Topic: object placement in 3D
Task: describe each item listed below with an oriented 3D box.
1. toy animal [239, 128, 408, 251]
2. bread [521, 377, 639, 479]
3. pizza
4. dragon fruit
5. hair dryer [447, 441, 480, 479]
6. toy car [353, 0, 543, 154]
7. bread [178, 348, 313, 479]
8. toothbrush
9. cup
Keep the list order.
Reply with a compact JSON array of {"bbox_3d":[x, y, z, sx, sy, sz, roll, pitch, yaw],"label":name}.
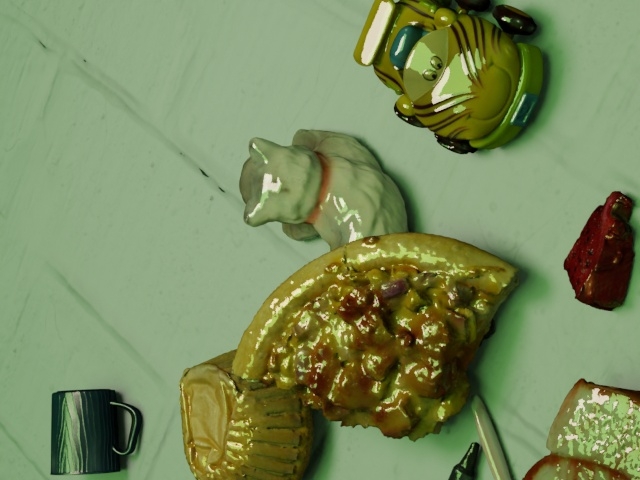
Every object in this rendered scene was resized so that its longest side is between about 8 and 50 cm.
[{"bbox_3d":[0.000,0.000,1.760,0.266,0.188,0.308,12,92,33],"label":"toy animal"},{"bbox_3d":[0.354,0.339,1.451,0.295,0.114,0.328,38,112,35],"label":"bread"},{"bbox_3d":[0.073,0.132,1.663,0.409,0.114,0.278,-14,96,21],"label":"pizza"},{"bbox_3d":[0.332,0.009,1.521,0.097,0.063,0.131,41,115,36],"label":"dragon fruit"},{"bbox_3d":[0.152,0.348,1.690,0.173,0.050,0.195,14,94,42],"label":"hair dryer"},{"bbox_3d":[0.156,-0.226,1.642,0.248,0.142,0.200,36,113,40],"label":"toy car"},{"bbox_3d":[-0.110,0.270,1.870,0.240,0.139,0.240,2,92,44],"label":"bread"},{"bbox_3d":[0.240,0.340,1.617,0.029,0.025,0.307,-37,64,45],"label":"toothbrush"},{"bbox_3d":[-0.377,0.319,2.154,0.113,0.150,0.138,149,120,-75],"label":"cup"}]
